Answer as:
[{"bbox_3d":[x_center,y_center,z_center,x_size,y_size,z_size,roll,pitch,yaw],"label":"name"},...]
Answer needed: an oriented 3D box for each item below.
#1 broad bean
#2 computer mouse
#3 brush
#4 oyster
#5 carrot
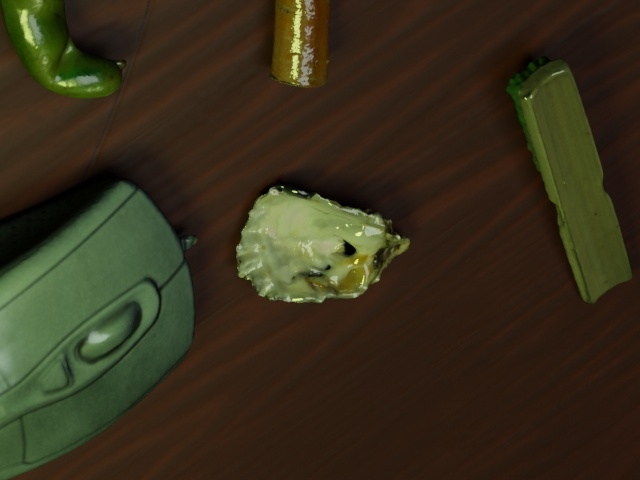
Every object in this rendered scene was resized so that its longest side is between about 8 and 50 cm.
[{"bbox_3d":[-0.199,-0.183,1.275,0.070,0.048,0.213,-30,126,-8],"label":"broad bean"},{"bbox_3d":[-0.241,0.090,1.365,0.371,0.122,0.188,-28,127,-17],"label":"computer mouse"},{"bbox_3d":[0.215,-0.049,1.584,0.054,0.048,0.282,-32,135,-6],"label":"brush"},{"bbox_3d":[0.000,0.000,1.489,0.146,0.045,0.122,-26,129,-5],"label":"oyster"},{"bbox_3d":[-0.015,-0.185,1.380,0.048,0.048,0.139,-10,118,-24],"label":"carrot"}]
